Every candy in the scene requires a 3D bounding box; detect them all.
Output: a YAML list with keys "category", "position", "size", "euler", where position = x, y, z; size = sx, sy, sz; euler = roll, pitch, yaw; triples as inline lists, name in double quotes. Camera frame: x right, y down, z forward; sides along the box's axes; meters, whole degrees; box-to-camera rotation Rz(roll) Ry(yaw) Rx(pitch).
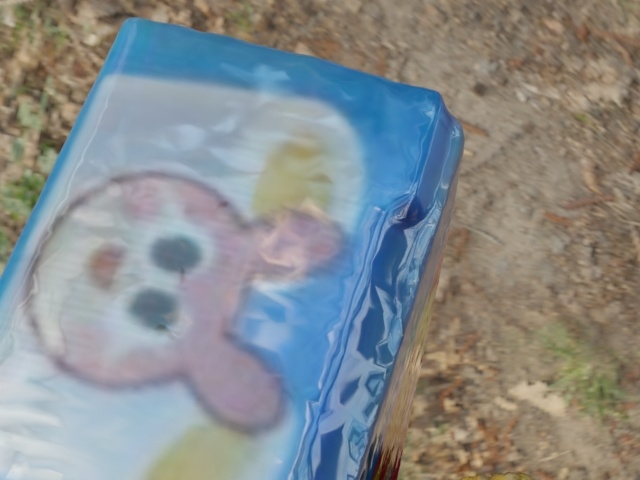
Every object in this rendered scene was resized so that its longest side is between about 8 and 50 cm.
- category: "candy"
  position: [-0.034, 0.091, 0.463]
  size: [0.100, 0.306, 0.157]
  euler: [17, 61, 6]

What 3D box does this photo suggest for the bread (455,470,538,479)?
- category: "bread"
  position: [0.100, 0.314, 1.090]
  size: [0.167, 0.294, 0.132]
  euler: [-27, 116, 36]
